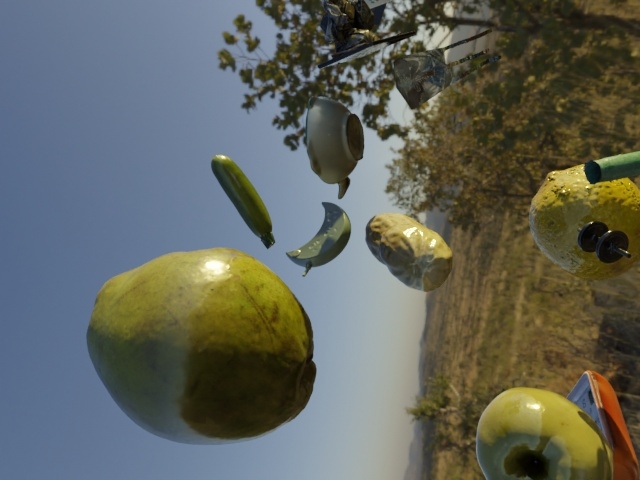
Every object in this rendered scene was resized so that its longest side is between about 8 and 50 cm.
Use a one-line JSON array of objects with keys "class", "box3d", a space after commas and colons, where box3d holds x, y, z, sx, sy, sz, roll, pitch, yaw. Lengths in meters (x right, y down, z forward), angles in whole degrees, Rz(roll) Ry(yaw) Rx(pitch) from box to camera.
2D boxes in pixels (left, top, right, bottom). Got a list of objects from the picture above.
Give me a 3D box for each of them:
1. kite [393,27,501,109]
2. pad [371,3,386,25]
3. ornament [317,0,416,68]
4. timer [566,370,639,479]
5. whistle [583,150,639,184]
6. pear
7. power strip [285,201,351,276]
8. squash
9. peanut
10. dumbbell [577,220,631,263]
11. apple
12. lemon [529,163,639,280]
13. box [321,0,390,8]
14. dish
[{"class": "kite", "box3d": [0.366, -0.522, 1.553, 0.169, 0.309, 0.015, 54, -162, -32]}, {"class": "pad", "box3d": [0.139, -0.816, 1.772, 0.004, 0.190, 0.127, -21, -45, -57]}, {"class": "ornament", "box3d": [0.059, -0.469, 1.052, 0.166, 0.153, 0.196, -32, -73, -41]}, {"class": "timer", "box3d": [0.721, 0.511, 1.370, 0.258, 0.161, 0.250, -75, -20, -50]}, {"class": "whistle", "box3d": [0.490, -0.119, 0.794, 0.039, 0.186, 0.039, 168, 90, -80]}, {"class": "pear", "box3d": [-0.206, 0.190, 0.939, 0.352, 0.412, 0.352, 13, -90, -89]}, {"class": "power strip", "box3d": [0.000, 0.000, 1.328, 0.216, 0.137, 0.044, -57, -42, -19]}, {"class": "squash", "box3d": [-0.178, -0.096, 1.255, 0.252, 0.066, 0.066, 58, -159, -6]}, {"class": "peanut", "box3d": [0.207, 0.016, 1.306, 0.313, 0.152, 0.152, -128, 38, -61]}, {"class": "dumbbell", "box3d": [0.560, 0.002, 1.044, 0.147, 0.069, 0.070, -119, 31, -67]}, {"class": "apple", "box3d": [0.450, 0.432, 1.072, 0.262, 0.262, 0.263, 9, -90, -78]}, {"class": "lemon", "box3d": [0.652, -0.039, 1.270, 0.310, 0.257, 0.258, 57, -157, -9]}, {"class": "box", "box3d": [0.056, -0.653, 1.230, 0.273, 0.220, 0.091, 22, -107, -48]}, {"class": "dish", "box3d": [0.050, -0.214, 1.179, 0.246, 0.078, 0.224, 67, -148, -35]}]
